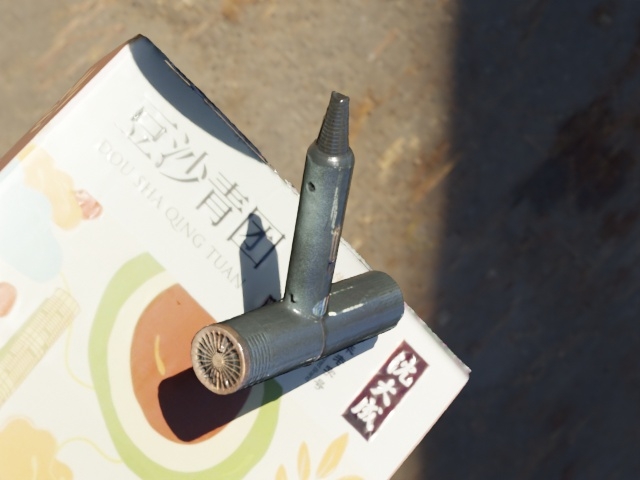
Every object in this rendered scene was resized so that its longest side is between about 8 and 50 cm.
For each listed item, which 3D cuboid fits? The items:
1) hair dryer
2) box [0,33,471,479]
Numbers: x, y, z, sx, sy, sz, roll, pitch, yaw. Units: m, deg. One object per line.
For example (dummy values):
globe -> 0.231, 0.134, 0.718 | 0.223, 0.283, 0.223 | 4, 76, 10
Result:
hair dryer -> 0.010, -0.007, 1.066 | 0.173, 0.050, 0.195 | -18, 132, -53
box -> -0.147, 0.116, 1.177 | 0.385, 0.344, 0.122 | -48, -168, -21
